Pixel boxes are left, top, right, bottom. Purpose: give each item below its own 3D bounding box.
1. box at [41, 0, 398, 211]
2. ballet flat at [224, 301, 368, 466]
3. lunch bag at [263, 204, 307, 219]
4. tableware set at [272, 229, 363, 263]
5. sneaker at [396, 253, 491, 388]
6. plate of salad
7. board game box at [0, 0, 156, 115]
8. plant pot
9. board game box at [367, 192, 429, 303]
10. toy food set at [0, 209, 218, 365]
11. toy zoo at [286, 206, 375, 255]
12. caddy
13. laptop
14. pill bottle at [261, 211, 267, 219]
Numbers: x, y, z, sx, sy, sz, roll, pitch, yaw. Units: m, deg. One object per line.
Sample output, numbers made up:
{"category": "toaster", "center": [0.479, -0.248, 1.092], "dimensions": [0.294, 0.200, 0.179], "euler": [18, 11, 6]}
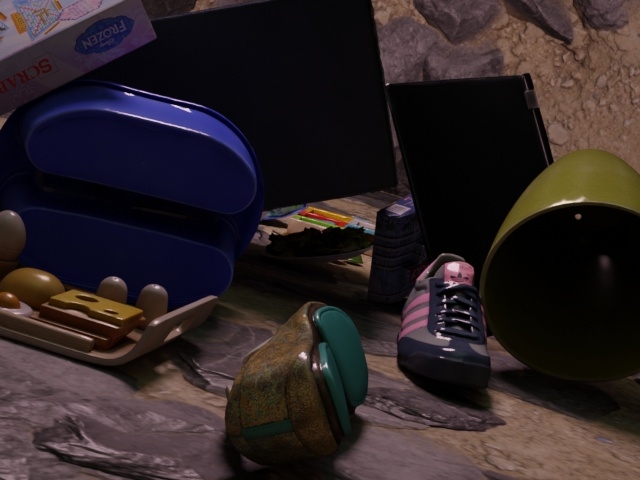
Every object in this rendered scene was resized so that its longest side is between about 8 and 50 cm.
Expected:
{"category": "box", "center": [-0.147, -0.201, 2.068], "dimensions": [0.480, 0.297, 0.472], "euler": [-10, 7, 2]}
{"category": "ballet flat", "center": [-0.025, 0.130, 1.268], "dimensions": [0.123, 0.123, 0.348], "euler": [15, 6, 3]}
{"category": "lunch bag", "center": [-0.125, -0.087, 2.597], "dimensions": [0.151, 0.096, 0.129], "euler": [-24, 26, -28]}
{"category": "tableware set", "center": [-0.004, 0.017, 2.363], "dimensions": [0.154, 0.024, 0.104], "euler": [10, 13, -40]}
{"category": "sneaker", "center": [0.156, 0.094, 1.718], "dimensions": [0.112, 0.131, 0.319], "euler": [14, 8, -7]}
{"category": "plate of salad", "center": [0.000, 0.000, 2.220], "dimensions": [0.200, 0.048, 0.200], "euler": [-5, 11, 1]}
{"category": "board game box", "center": [-0.400, -0.249, 1.741], "dimensions": [0.318, 0.066, 0.318], "euler": [-28, 30, -10]}
{"category": "plant pot", "center": [0.365, -0.001, 1.891], "dimensions": [0.275, 0.275, 0.293], "euler": [15, 31, 2]}
{"category": "board game box", "center": [0.149, 0.024, 2.109], "dimensions": [0.060, 0.194, 0.194], "euler": [19, 28, 29]}
{"category": "toy food set", "center": [-0.278, 0.039, 1.432], "dimensions": [0.306, 0.092, 0.220], "euler": [16, 8, 9]}
{"category": "toy zoo", "center": [0.050, -0.019, 2.666], "dimensions": [0.192, 0.030, 0.293], "euler": [16, 8, 5]}
{"category": "caddy", "center": [-0.231, -0.058, 1.674], "dimensions": [0.341, 0.241, 0.179], "euler": [14, 13, -14]}
{"category": "laptop", "center": [0.253, -0.039, 2.121], "dimensions": [0.236, 0.382, 0.408], "euler": [-13, -8, 0]}
{"category": "pill bottle", "center": [-0.176, -0.086, 2.480], "dimensions": [0.169, 0.094, 0.094], "euler": [20, 9, 33]}
